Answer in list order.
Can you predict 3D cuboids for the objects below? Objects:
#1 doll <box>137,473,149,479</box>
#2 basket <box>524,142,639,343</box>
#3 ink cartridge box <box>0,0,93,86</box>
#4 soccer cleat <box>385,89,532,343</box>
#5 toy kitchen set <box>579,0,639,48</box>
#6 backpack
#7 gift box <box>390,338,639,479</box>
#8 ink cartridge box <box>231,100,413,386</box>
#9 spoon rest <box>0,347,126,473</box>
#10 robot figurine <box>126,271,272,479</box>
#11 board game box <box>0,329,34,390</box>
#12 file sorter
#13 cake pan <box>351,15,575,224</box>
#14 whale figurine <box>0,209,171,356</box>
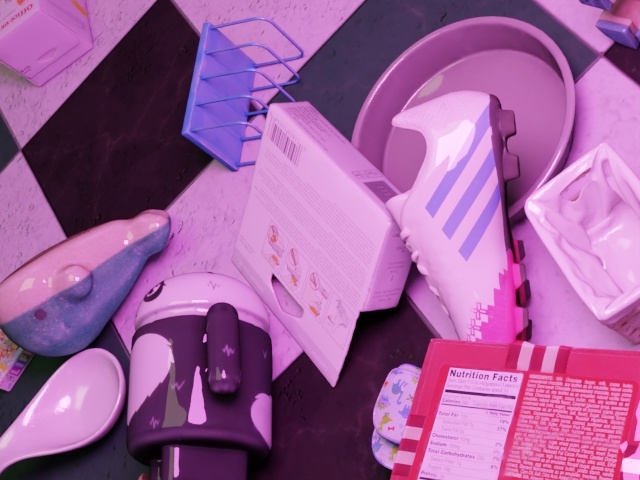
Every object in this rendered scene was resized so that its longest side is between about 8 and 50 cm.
[{"bbox_3d":[-0.290,0.358,1.460,0.189,0.046,0.129,-27,53,9],"label":"doll"},{"bbox_3d":[0.303,0.006,1.174,0.113,0.103,0.167,-39,51,15],"label":"basket"},{"bbox_3d":[-0.473,-0.374,1.923,0.128,0.127,0.176,-32,54,20],"label":"ink cartridge box"},{"bbox_3d":[0.145,0.009,1.227,0.143,0.116,0.331,-5,87,12],"label":"soccer cleat"},{"bbox_3d":[0.356,-0.229,1.208,0.207,0.166,0.122,24,84,42],"label":"toy kitchen set"},{"bbox_3d":[0.106,0.195,1.240,0.105,0.084,0.114,13,79,42],"label":"backpack"},{"bbox_3d":[0.201,0.259,1.018,0.255,0.258,0.276,5,64,38],"label":"gift box"},{"bbox_3d":[0.000,0.000,1.410,0.275,0.060,0.239,48,134,41],"label":"ink cartridge box"},{"bbox_3d":[-0.363,0.260,1.558,0.276,0.084,0.137,-48,49,9],"label":"spoon rest"},{"bbox_3d":[-0.145,0.173,1.376,0.209,0.173,0.278,-15,60,27],"label":"robot figurine"},{"bbox_3d":[-0.478,0.141,1.739,0.154,0.026,0.103,35,91,42],"label":"board game box"},{"bbox_3d":[-0.098,-0.199,1.566,0.104,0.118,0.170,-5,65,32],"label":"file sorter"},{"bbox_3d":[0.170,-0.123,1.369,0.293,0.054,0.293,-17,59,30],"label":"cake pan"},{"bbox_3d":[-0.311,0.059,1.594,0.272,0.141,0.216,-30,9,-4],"label":"whale figurine"}]
